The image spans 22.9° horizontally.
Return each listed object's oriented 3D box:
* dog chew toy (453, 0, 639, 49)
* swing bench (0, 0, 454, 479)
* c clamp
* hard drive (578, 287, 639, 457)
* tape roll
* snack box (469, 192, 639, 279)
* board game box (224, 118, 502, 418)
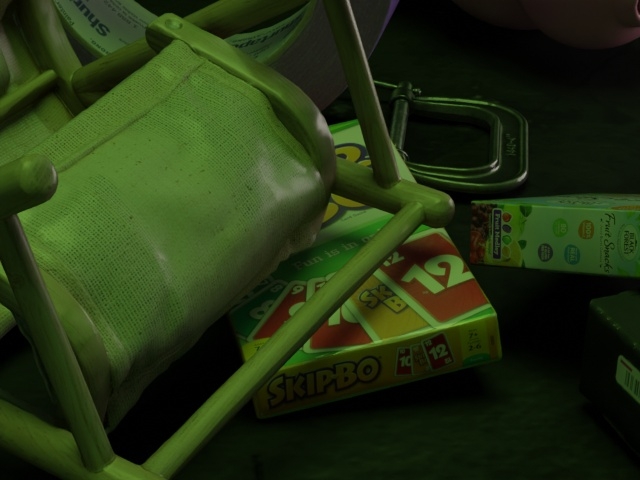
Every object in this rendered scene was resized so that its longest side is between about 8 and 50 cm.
[{"bbox_3d":[0.150,-0.256,1.194,0.206,0.207,0.332,-14,40,-26],"label":"dog chew toy"},{"bbox_3d":[-0.118,-0.024,0.747,0.254,0.165,0.253,4,33,37],"label":"swing bench"},{"bbox_3d":[0.069,-0.068,1.022,0.137,0.022,0.161,6,27,-2],"label":"c clamp"},{"bbox_3d":[0.322,0.077,0.721,0.339,0.064,0.237,-11,31,-20],"label":"hard drive"},{"bbox_3d":[-0.079,-0.199,0.983,0.274,0.275,0.090,7,30,10],"label":"tape roll"},{"bbox_3d":[0.156,-0.005,0.823,0.100,0.037,0.141,3,5,37],"label":"snack box"},{"bbox_3d":[0.000,0.000,0.861,0.124,0.039,0.259,-13,28,-7],"label":"board game box"}]
